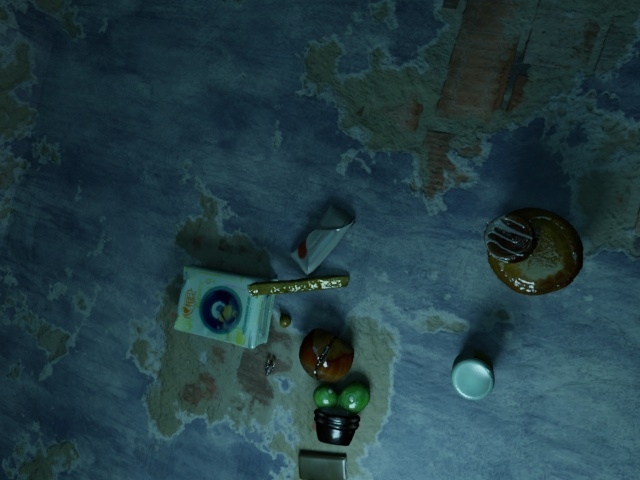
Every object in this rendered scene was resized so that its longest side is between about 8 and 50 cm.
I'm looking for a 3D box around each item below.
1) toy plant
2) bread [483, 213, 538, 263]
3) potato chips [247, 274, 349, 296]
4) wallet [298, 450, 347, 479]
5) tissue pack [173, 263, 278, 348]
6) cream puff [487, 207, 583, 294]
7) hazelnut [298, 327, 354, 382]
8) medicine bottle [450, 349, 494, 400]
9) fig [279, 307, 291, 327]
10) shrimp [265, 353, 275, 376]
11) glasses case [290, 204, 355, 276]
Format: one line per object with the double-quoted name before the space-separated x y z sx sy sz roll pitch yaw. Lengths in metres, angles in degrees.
"toy plant" 0.074 0.650 1.780 0.217 0.175 0.235 7 79 1
"bread" 0.598 -0.006 1.480 0.160 0.073 0.161 -8 74 31
"potato chips" -0.087 0.178 1.848 0.406 0.080 0.057 -4 93 -13
"wallet" 0.009 0.902 1.858 0.197 0.031 0.110 -4 87 18
"tissue pack" -0.398 0.268 1.957 0.387 0.162 0.288 9 87 18
"cream puff" 0.714 0.037 1.569 0.302 0.212 0.303 -4 81 26
"hazelnut" 0.017 0.451 1.801 0.212 0.181 0.181 29 77 8
"medicine bottle" 0.523 0.453 1.603 0.139 0.225 0.139 -1 87 18
"fig" -0.152 0.320 1.933 0.050 0.050 0.083 -32 68 15
"shrimp" -0.207 0.523 1.950 0.038 0.029 0.093 6 86 19
"glasses case" -0.002 -0.002 1.876 0.128 0.083 0.308 42 100 15
